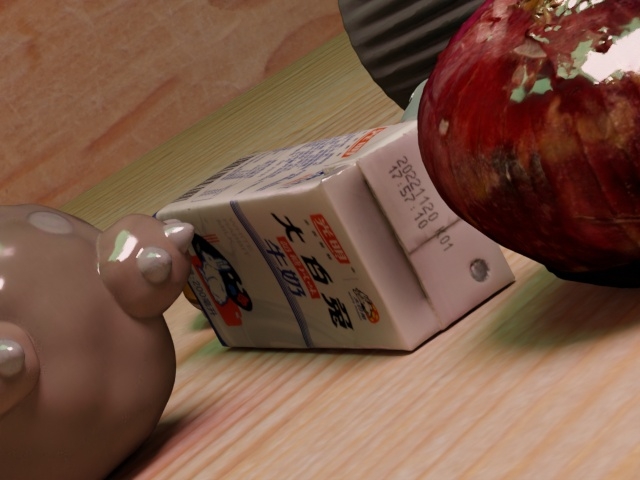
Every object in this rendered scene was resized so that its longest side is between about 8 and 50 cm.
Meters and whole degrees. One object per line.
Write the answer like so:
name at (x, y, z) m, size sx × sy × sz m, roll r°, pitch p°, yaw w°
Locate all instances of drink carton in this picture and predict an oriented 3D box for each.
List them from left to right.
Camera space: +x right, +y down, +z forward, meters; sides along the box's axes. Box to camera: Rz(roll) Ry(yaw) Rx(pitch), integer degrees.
drink carton at (0.000, 0.000, 1.238) m, size 0.106 × 0.130 × 0.315 m, roll -34°, pitch 11°, yaw -23°

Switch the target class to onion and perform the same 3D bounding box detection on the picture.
onion at (0.182, -0.079, 0.995) m, size 0.246 × 0.190 × 0.246 m, roll -25°, pitch 31°, yaw 16°

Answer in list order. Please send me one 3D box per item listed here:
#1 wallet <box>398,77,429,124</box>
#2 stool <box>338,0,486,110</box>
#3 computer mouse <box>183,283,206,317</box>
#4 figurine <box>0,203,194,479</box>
wallet at (0.135, -0.084, 1.376) m, size 0.176 × 0.075 × 0.250 m, roll -14°, pitch 18°, yaw 17°
stool at (0.210, -0.264, 1.575) m, size 0.330 × 0.297 × 0.297 m, roll -24°, pitch 10°, yaw 48°
computer mouse at (-0.006, -0.027, 1.558) m, size 0.158 × 0.072 × 0.310 m, roll -17°, pitch 14°, yaw 39°
figurine at (-0.244, 0.109, 1.223) m, size 0.248 × 0.203 × 0.380 m, roll -28°, pitch -4°, yaw -41°
